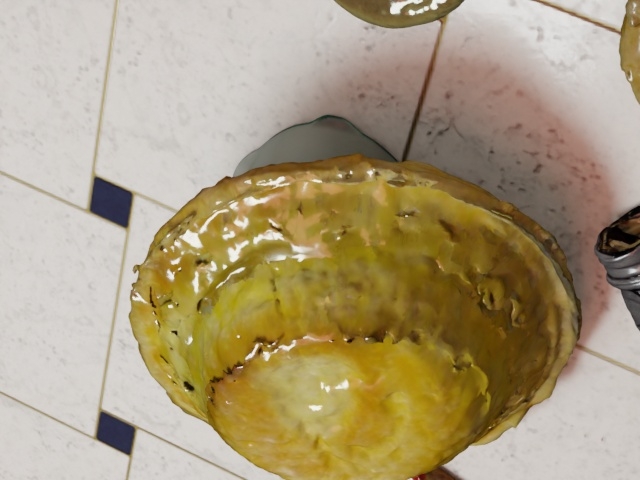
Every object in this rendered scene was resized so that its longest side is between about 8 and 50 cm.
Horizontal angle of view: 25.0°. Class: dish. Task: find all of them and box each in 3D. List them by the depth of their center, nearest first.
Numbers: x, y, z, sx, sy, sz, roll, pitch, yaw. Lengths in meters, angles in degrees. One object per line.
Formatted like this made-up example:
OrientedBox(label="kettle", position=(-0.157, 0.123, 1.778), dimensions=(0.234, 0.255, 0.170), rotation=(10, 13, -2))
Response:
OrientedBox(label="dish", position=(0.000, 0.000, 1.443), dimensions=(0.224, 0.078, 0.246), rotation=(13, 124, 18))

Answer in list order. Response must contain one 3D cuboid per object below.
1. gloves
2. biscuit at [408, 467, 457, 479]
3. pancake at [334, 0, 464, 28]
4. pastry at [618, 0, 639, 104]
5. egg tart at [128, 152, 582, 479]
OrientedBox(label="gloves", position=(0.345, 0.102, 1.303), dimensions=(0.142, 0.119, 0.285), rotation=(-11, 100, 59))
OrientedBox(label="biscuit", position=(0.096, 0.364, 1.634), dimensions=(0.277, 0.052, 0.262), rotation=(41, 128, -2))
OrientedBox(label="pancake", position=(0.042, -0.296, 1.256), dimensions=(0.242, 0.050, 0.241), rotation=(13, 123, 20))
OrientedBox(label="pastry", position=(0.368, -0.166, 1.097), dimensions=(0.330, 0.136, 0.329), rotation=(19, 127, 26))
OrientedBox(label="egg tart", position=(0.032, 0.107, 1.349), dimensions=(0.443, 0.178, 0.443), rotation=(2, 137, 2))
